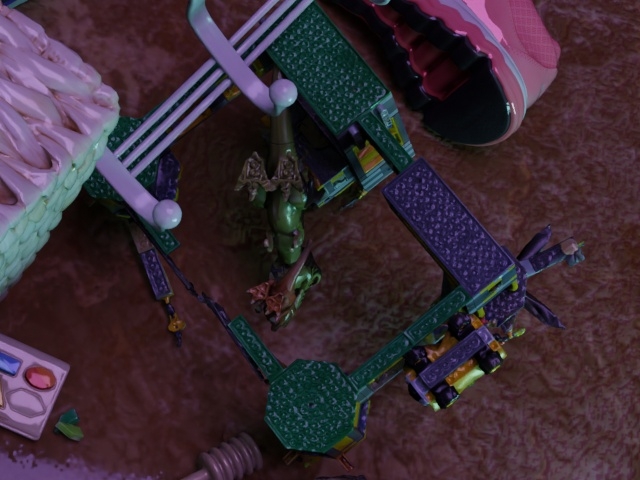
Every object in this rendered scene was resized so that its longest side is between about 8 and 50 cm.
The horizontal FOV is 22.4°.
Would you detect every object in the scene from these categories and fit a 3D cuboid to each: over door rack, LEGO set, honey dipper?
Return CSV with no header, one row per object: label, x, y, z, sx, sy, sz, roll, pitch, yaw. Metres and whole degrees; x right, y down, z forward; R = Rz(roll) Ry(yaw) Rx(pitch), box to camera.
over door rack,-0.121,-0.196,0.979,0.239,0.108,0.324,-47,109,-13
LEGO set,0.000,0.000,1.152,0.331,0.192,0.255,43,88,15
honey dipper,-0.112,0.177,1.089,0.161,0.030,0.030,-26,80,-25

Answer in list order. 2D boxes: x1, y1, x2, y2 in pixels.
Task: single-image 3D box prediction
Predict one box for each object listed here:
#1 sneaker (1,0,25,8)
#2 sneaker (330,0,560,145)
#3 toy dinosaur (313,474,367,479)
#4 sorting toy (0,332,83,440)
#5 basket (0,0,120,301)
sneaker,-0.181,-0.278,1.129,0.130,0.236,0.323,47,60,1
sneaker,0.077,-0.225,1.306,0.136,0.116,0.314,-37,93,-41
toy dinosaur,0.008,0.218,0.993,0.118,0.064,0.268,11,31,-22
sorting toy,-0.193,0.103,1.093,0.083,0.012,0.062,26,61,-11
basket,-0.339,-0.034,0.910,0.328,0.331,0.266,41,57,-3
